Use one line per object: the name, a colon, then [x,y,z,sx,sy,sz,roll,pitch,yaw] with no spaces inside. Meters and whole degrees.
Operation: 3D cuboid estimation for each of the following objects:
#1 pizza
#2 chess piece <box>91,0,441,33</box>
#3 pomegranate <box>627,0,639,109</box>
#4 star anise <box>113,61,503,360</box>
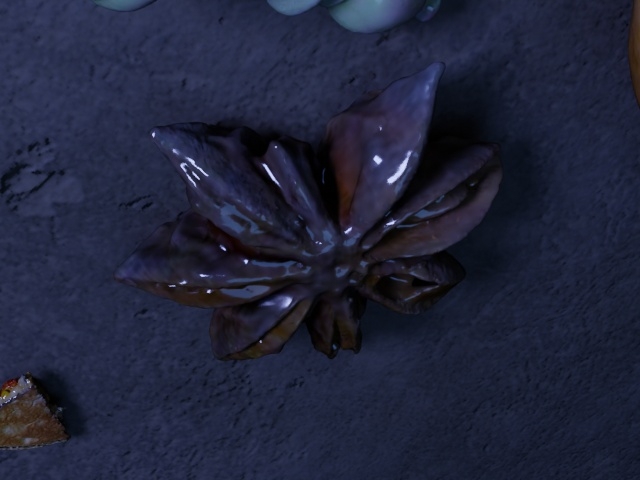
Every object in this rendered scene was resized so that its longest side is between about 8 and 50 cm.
pizza: [-0.260,0.156,0.874,0.100,0.029,0.099,-35,139,15]
chess piece: [-0.025,-0.185,0.619,0.271,0.139,0.139,9,126,-40]
pomegranate: [0.393,-0.142,0.602,0.411,0.411,0.412,-9,131,-11]
star anise: [-0.003,-0.015,0.764,0.315,0.108,0.315,-7,129,-9]
